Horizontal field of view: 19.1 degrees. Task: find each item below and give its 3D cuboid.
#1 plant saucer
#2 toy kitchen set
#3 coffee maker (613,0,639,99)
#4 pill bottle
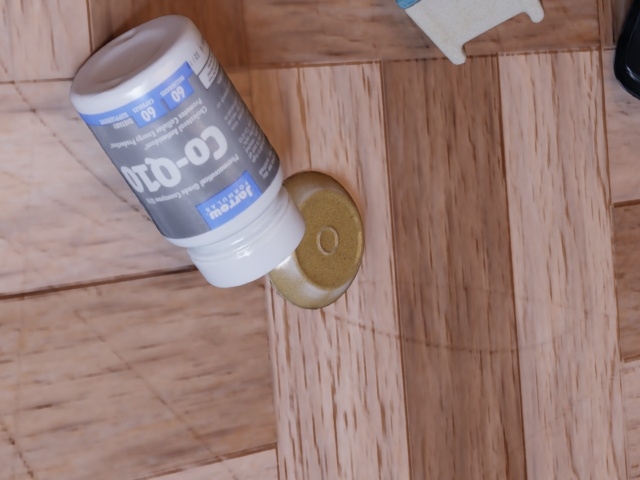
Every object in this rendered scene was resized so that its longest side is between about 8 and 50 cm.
[{"bbox_3d":[0.000,0.000,1.135,0.083,0.015,0.083,0,91,-44],"label":"plant saucer"},{"bbox_3d":[0.113,-0.241,1.215,0.122,0.166,0.207,52,20,-31],"label":"toy kitchen set"},{"bbox_3d":[0.307,-0.119,1.358,0.178,0.120,0.171,2,89,-43],"label":"coffee maker"},{"bbox_3d":[-0.068,-0.046,1.026,0.078,0.078,0.137,-51,122,-31],"label":"pill bottle"}]
